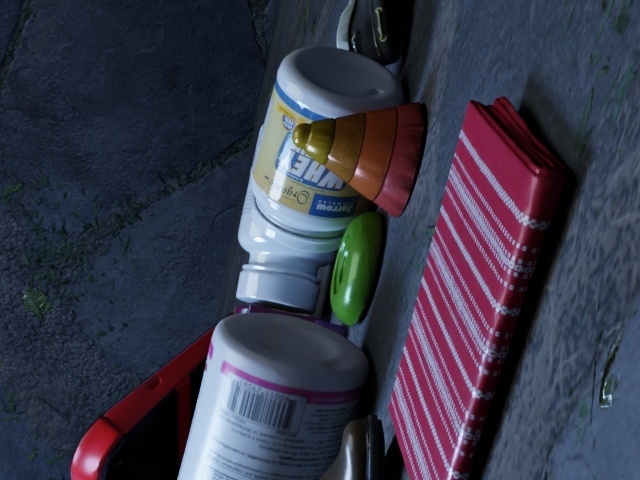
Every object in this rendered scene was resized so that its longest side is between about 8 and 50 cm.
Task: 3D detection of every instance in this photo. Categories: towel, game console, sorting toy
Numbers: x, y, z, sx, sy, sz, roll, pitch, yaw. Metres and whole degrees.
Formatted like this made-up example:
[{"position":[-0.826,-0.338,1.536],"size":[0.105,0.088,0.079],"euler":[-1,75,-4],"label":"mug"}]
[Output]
[{"position":[0.105,0.047,0.924],"size":[0.199,0.031,0.274],"euler":[-105,26,-69],"label":"towel"},{"position":[-0.229,0.322,1.951],"size":[0.342,0.060,0.386],"euler":[-43,-28,-37],"label":"game console"},{"position":[0.000,0.000,1.400],"size":[0.127,0.126,0.365],"euler":[-88,14,-53],"label":"sorting toy"}]

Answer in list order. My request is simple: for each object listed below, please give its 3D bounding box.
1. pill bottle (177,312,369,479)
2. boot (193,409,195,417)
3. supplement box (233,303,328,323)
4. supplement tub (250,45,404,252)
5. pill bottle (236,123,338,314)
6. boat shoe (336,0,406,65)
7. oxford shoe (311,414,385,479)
[{"position":[-0.060,0.230,1.327],"size":[0.160,0.160,0.283],"euler":[-104,28,-73],"label":"pill bottle"},{"position":[-0.137,0.340,1.751],"size":[0.348,0.131,0.260],"euler":[-64,10,-16],"label":"boot"},{"position":[-0.061,0.132,1.692],"size":[0.188,0.104,0.080],"euler":[158,125,-80],"label":"supplement box"},{"position":[0.002,-0.101,1.473],"size":[0.144,0.144,0.199],"euler":[-90,14,-57],"label":"supplement tub"},{"position":[-0.034,-0.028,1.665],"size":[0.131,0.131,0.229],"euler":[145,138,-78],"label":"pill bottle"},{"position":[0.074,-0.292,1.568],"size":[0.081,0.069,0.227],"euler":[56,-144,-49],"label":"boat shoe"},{"position":[-0.002,0.243,1.133],"size":[0.083,0.096,0.227],"euler":[-89,16,-64],"label":"oxford shoe"}]
